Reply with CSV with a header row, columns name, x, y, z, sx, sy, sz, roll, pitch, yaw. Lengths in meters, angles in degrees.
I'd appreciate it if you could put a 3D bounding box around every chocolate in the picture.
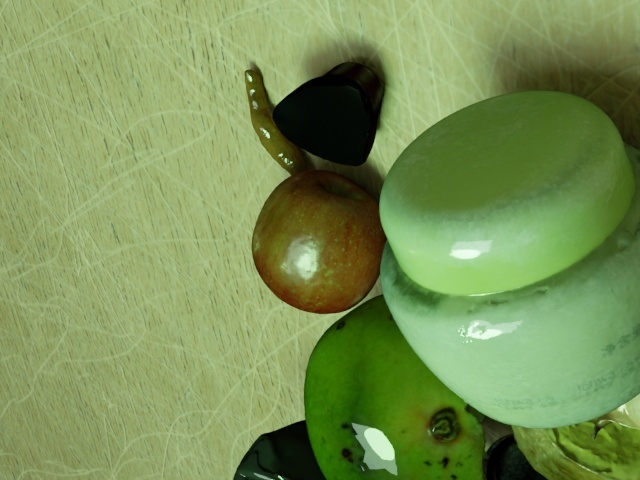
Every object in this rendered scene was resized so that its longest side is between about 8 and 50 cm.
name,x,y,z,sx,sy,sz,roll,pitch,yaw
chocolate,0.030,-0.161,1.917,0.125,0.080,0.148,45,139,-16

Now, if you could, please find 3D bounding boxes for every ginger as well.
name,x,y,z,sx,sy,sz,roll,pitch,yaw
ginger,0.348,0.285,1.967,0.275,0.130,0.221,38,158,27

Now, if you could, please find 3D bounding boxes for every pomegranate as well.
name,x,y,z,sx,sy,sz,roll,pitch,yaw
pomegranate,0.075,0.224,2.054,0.358,0.216,0.310,-174,71,-68

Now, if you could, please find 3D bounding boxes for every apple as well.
name,x,y,z,sx,sy,sz,roll,pitch,yaw
apple,0.000,0.000,2.021,0.181,0.181,0.168,30,116,23

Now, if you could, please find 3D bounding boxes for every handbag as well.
name,x,y,z,sx,sy,sz,roll,pitch,yaw
handbag,0.056,0.371,2.228,0.288,0.342,0.152,24,100,18

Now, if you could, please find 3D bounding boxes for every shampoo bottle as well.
name,x,y,z,sx,sy,sz,roll,pitch,yaw
shampoo bottle,0.230,0.026,1.677,0.322,0.322,0.317,4,132,44

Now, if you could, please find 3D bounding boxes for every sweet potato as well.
name,x,y,z,sx,sy,sz,roll,pitch,yaw
sweet potato,-0.063,-0.142,2.058,0.044,0.044,0.179,-10,116,50

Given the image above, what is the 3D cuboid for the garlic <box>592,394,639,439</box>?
name,x,y,z,sx,sy,sz,roll,pitch,yaw
garlic,0.432,0.197,1.816,0.115,0.128,0.206,15,178,-33

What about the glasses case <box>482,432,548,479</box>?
name,x,y,z,sx,sy,sz,roll,pitch,yaw
glasses case,0.272,0.413,2.070,0.082,0.122,0.321,1,94,61
